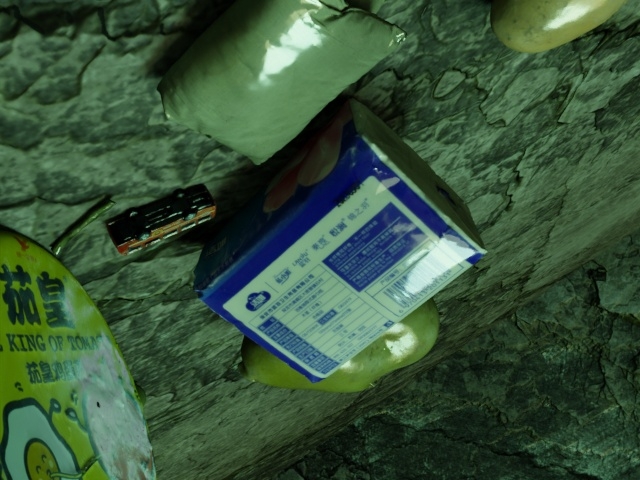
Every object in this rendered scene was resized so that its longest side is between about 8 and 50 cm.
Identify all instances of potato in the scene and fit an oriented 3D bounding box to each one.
[{"bbox_3d":[0.029,0.128,1.037,0.350,0.218,0.203,-16,114,-26],"label":"potato"},{"bbox_3d":[0.232,-0.245,0.649,0.147,0.112,0.112,-37,159,29],"label":"potato"}]

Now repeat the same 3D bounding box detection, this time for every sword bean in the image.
[{"bbox_3d":[-0.227,-0.014,0.640,0.083,0.012,0.012,-37,158,14],"label":"sword bean"}]

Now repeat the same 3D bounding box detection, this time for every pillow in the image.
[{"bbox_3d":[-0.035,-0.144,0.537,0.181,0.078,0.134,-39,154,25],"label":"pillow"}]

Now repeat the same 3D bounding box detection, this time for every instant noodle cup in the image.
[{"bbox_3d":[-0.322,0.186,0.571,0.254,0.326,0.325,-23,158,0],"label":"instant noodle cup"}]

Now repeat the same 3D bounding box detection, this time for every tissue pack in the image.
[{"bbox_3d":[0.017,0.008,0.760,0.269,0.209,0.137,-43,-160,23],"label":"tissue pack"}]

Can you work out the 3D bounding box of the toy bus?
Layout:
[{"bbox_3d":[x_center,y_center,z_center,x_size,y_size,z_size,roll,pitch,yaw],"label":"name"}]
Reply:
[{"bbox_3d":[-0.162,-0.020,0.689,0.110,0.031,0.043,-25,164,-19],"label":"toy bus"}]

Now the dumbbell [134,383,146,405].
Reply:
[{"bbox_3d":[-0.302,0.231,1.011,0.052,0.046,0.118,-24,158,-8],"label":"dumbbell"}]
